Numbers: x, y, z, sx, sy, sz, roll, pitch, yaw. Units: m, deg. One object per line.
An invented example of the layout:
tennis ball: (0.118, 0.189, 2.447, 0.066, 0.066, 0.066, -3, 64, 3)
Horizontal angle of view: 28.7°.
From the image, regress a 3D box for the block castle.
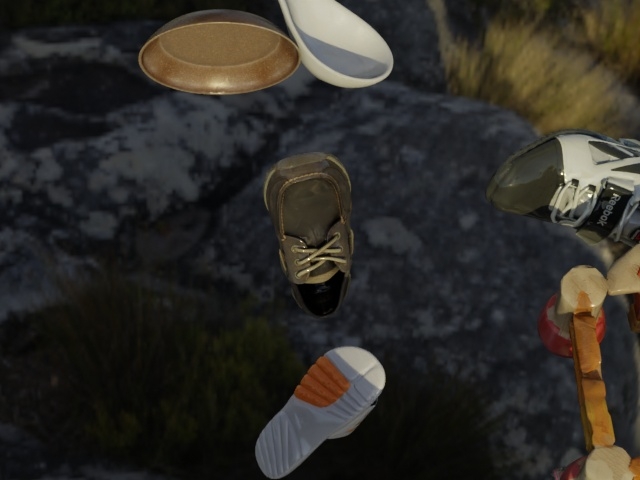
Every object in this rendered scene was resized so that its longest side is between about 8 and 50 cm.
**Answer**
block castle: (0.498, 0.166, 1.489, 0.453, 0.213, 0.303, -6, 68, 3)

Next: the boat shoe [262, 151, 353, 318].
boat shoe: (0.000, 0.000, 1.851, 0.132, 0.355, 0.130, -17, 60, -2)

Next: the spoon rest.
spoon rest: (-0.029, -0.284, 1.586, 0.276, 0.084, 0.137, 33, 41, 8)

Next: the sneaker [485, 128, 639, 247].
sneaker: (0.371, -0.056, 1.600, 0.331, 0.122, 0.146, -4, 47, -26)

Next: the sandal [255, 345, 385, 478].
sandal: (0.006, 0.244, 1.799, 0.076, 0.265, 0.102, 2, 49, -52)

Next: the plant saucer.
plant saucer: (-0.123, -0.235, 1.535, 0.199, 0.198, 0.036, -1, 73, -6)

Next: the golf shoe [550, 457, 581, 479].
golf shoe: (0.389, 0.381, 1.746, 0.086, 0.067, 0.186, -28, 47, 12)
